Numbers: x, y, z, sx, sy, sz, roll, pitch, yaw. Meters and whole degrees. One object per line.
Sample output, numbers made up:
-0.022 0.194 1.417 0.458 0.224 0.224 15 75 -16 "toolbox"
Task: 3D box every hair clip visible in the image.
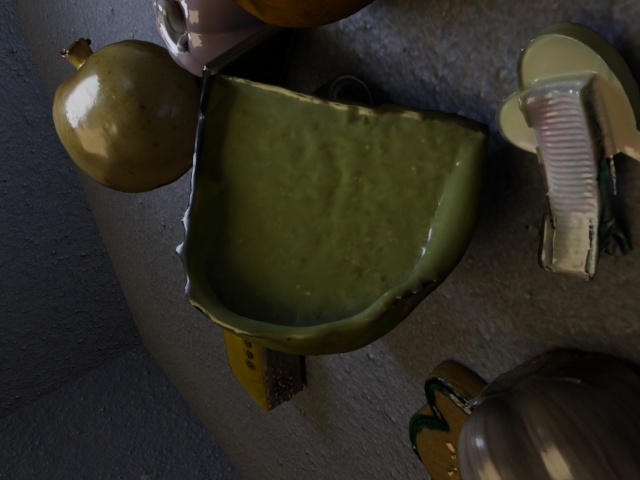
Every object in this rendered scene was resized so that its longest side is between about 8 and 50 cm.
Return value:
0.225 -0.073 0.428 0.159 0.071 0.219 8 127 49 "hair clip"

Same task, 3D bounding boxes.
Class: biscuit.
0.240 0.314 0.736 0.343 0.057 0.287 -18 98 60 "biscuit"

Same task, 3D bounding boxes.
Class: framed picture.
-0.109 -0.195 0.744 0.023 0.189 0.260 38 148 6 "framed picture"

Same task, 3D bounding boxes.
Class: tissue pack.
-0.145 0.249 1.214 0.192 0.134 0.271 36 141 39 "tissue pack"

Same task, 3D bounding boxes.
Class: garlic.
0.241 0.232 0.561 0.207 0.207 0.257 38 140 36 "garlic"

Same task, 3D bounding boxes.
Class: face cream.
-0.029 -0.160 0.753 0.283 0.073 0.073 -12 104 60 "face cream"

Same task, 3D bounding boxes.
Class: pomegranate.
-0.383 -0.256 1.021 0.319 0.319 0.319 38 143 37 "pomegranate"

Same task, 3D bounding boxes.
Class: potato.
0.000 0.000 0.584 0.330 0.280 0.213 13 160 16 "potato"

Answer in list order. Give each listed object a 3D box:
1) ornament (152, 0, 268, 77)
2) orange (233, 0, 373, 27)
-0.164 -0.325 0.740 0.177 0.177 0.177 38 143 37 "ornament"
-0.031 -0.310 0.489 0.240 0.171 0.240 27 171 5 "orange"
